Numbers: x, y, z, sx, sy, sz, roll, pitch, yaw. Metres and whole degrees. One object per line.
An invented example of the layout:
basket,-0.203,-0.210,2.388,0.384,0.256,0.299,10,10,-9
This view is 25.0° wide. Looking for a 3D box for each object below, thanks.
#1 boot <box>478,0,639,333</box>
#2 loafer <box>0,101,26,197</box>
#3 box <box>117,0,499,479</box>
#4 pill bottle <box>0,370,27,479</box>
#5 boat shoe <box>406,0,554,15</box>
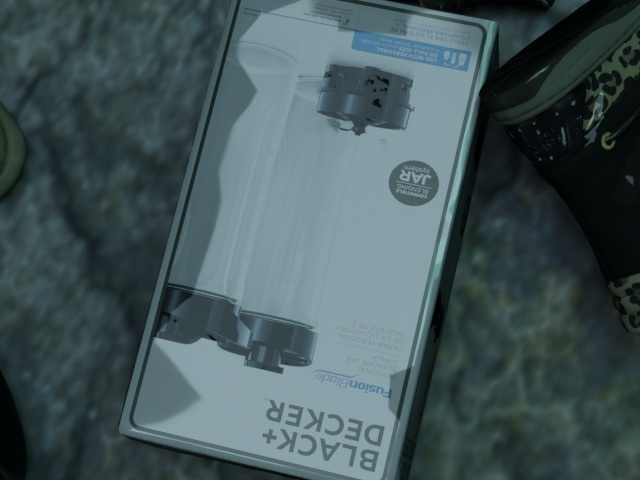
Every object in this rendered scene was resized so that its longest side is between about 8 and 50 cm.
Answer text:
boot,0.219,-0.072,0.874,0.236,0.085,0.178,-35,101,-27
loafer,-0.297,-0.132,0.930,0.268,0.092,0.102,42,86,12
box,0.000,0.000,0.876,0.169,0.087,0.290,13,81,8
pill bottle,-0.295,0.139,0.862,0.219,0.123,0.122,-20,78,1
boat shoe,0.076,-0.162,0.921,0.152,0.056,0.049,15,86,18
